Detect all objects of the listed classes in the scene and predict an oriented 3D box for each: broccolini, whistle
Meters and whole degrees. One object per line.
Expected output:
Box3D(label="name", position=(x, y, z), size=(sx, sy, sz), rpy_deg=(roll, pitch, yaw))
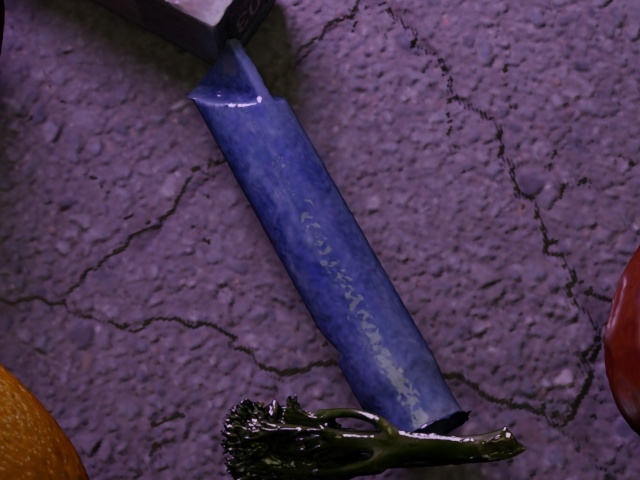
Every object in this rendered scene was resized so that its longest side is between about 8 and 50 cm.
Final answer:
Box3D(label="broccolini", position=(0.034, 0.119, 0.912), size=(0.201, 0.074, 0.058), rpy_deg=(-12, 68, 26))
Box3D(label="whistle", position=(0.000, 0.000, 0.995), size=(0.062, 0.062, 0.304), rpy_deg=(-28, 71, -6))

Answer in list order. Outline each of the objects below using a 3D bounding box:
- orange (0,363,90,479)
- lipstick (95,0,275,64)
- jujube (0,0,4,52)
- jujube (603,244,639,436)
Box3D(label="orange", position=(-0.254, 0.181, 0.836), size=(0.274, 0.274, 0.274), rpy_deg=(-1, 71, 3))
Box3D(label="lipstick", position=(-0.207, -0.251, 1.087), size=(0.371, 0.076, 0.080), rpy_deg=(30, 77, 13))
Box3D(label="jujube", position=(-0.342, -0.158, 0.999), size=(0.232, 0.213, 0.213), rpy_deg=(18, 73, 10))
Box3D(label="jujube", position=(0.276, 0.035, 0.919), size=(0.168, 0.168, 0.236), rpy_deg=(30, 72, 13))
